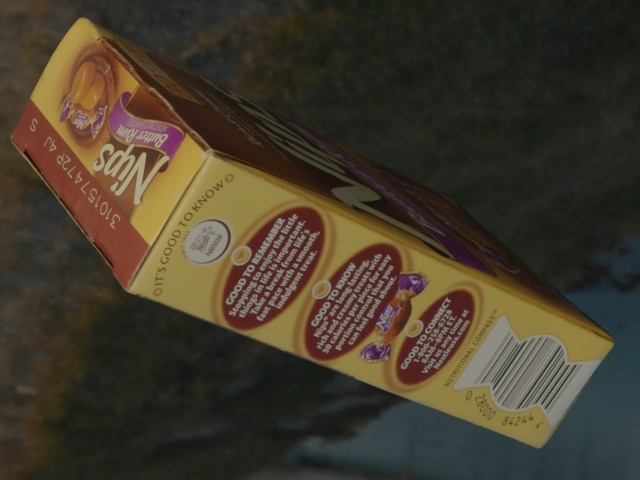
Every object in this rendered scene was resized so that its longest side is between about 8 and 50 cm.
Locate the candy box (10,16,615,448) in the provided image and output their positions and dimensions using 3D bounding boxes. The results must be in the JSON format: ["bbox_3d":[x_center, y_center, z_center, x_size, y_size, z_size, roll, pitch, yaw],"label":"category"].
[{"bbox_3d":[0.000,0.000,0.544,0.186,0.053,0.109,22,-165,-38],"label":"candy box"}]
